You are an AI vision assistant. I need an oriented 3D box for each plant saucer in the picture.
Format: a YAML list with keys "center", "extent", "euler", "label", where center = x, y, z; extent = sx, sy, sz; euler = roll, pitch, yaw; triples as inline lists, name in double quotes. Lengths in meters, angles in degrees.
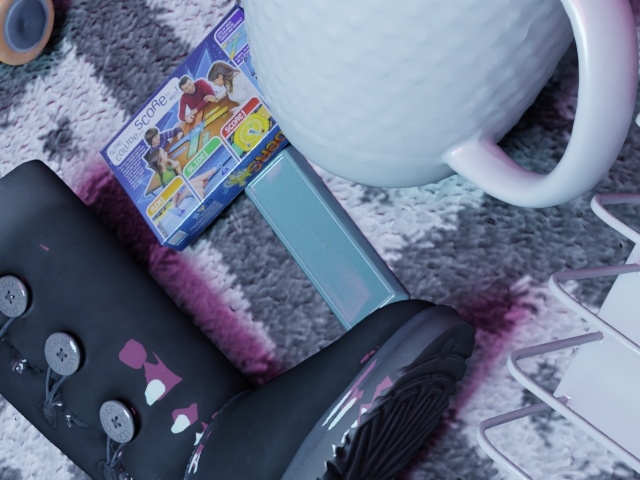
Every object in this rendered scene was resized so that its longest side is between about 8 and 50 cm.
- center: [0.000, 0.000, 1.115]
  extent: [0.067, 0.018, 0.192]
  euler: [-43, 68, 14]
  label: "plant saucer"

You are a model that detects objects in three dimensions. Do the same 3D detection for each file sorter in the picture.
- center: [0.258, 0.070, 0.848]
  extent: [0.193, 0.173, 0.277]
  euler: [38, 117, 32]
  label: "file sorter"

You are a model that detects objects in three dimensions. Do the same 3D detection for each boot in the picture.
- center: [-0.127, 0.076, 1.077]
  extent: [0.445, 0.146, 0.367]
  euler: [44, 112, 27]
  label: "boot"

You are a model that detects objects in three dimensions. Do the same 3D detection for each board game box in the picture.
- center: [-0.106, -0.107, 1.162]
  extent: [0.201, 0.035, 0.136]
  euler: [-44, 60, 13]
  label: "board game box"

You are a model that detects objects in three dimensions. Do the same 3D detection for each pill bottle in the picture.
- center: [-0.394, -0.259, 1.276]
  extent: [0.246, 0.130, 0.130]
  euler: [23, 92, 26]
  label: "pill bottle"

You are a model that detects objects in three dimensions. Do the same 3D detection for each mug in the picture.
- center: [0.096, -0.184, 0.909]
  extent: [0.374, 0.276, 0.328]
  euler: [52, 146, 35]
  label: "mug"
